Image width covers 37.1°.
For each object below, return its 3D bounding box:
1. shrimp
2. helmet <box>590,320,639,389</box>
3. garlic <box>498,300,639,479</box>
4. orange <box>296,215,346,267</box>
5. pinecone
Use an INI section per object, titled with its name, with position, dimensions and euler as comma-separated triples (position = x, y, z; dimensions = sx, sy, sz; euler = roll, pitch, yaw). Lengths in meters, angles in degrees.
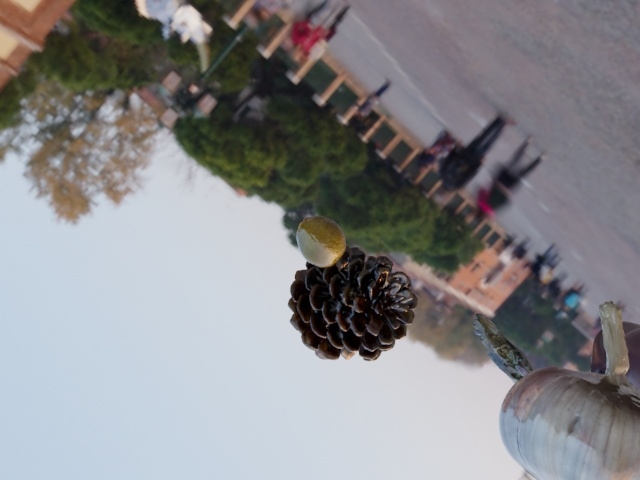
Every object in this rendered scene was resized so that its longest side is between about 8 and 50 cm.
[shrimp]
position = 0.361, 0.231, 1.706
dimensions = 0.251, 0.052, 0.143
euler = 45, 177, 0
[helmet]
position = 0.612, 0.263, 1.597
dimensions = 0.270, 0.197, 0.339
euler = 6, -117, -23
[garlic]
position = 0.336, 0.195, 1.134
dimensions = 0.245, 0.253, 0.245
euler = 15, 168, 3
[orange]
position = 0.000, 0.000, 1.679
dimensions = 0.095, 0.085, 0.085
euler = 49, -172, 12
[pinecone]
position = 0.074, 0.119, 1.865
dimensions = 0.246, 0.246, 0.292
euler = 39, 157, -19
